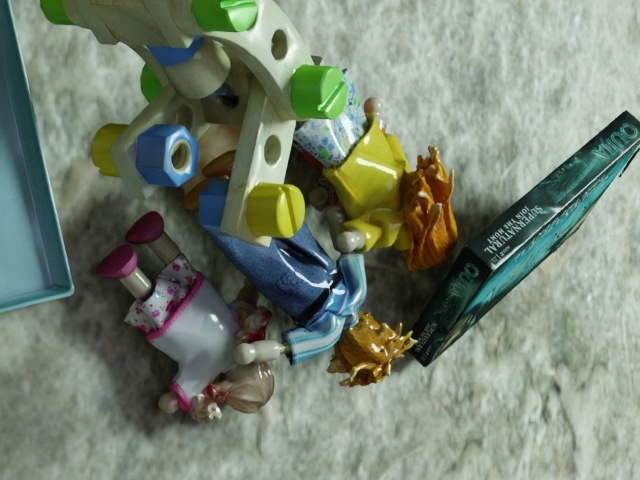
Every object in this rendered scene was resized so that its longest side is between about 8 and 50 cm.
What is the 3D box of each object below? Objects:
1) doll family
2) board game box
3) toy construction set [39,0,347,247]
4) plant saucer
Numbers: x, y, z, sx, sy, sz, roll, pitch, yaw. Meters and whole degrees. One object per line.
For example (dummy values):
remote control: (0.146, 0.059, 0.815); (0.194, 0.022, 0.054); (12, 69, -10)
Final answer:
doll family: (0.000, 0.000, 0.981); (0.163, 0.118, 0.263); (50, 57, -23)
board game box: (0.139, -0.001, 1.095); (0.026, 0.126, 0.186); (43, 54, 12)
toy construction set: (-0.040, -0.179, 0.897); (0.215, 0.151, 0.327); (60, 32, -43)
plant saucer: (-0.188, -0.056, 0.902); (0.067, 0.018, 0.192); (-14, 94, -39)
